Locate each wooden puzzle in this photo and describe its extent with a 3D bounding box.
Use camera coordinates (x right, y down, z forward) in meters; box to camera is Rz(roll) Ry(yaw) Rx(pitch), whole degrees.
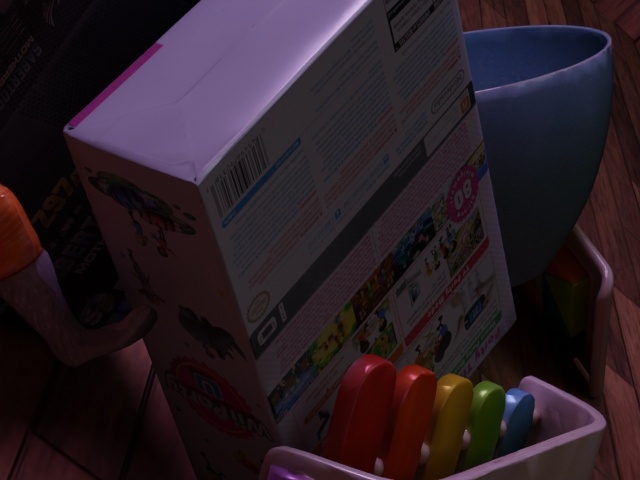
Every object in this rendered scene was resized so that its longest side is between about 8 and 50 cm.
[{"bbox_3d":[0.218,0.018,1.567,0.221,0.044,0.238,78,-13,-58],"label":"wooden puzzle"}]

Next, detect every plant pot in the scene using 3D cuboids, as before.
[{"bbox_3d":[0.123,-0.063,1.398,0.290,0.290,0.195,-58,140,-68],"label":"plant pot"}]

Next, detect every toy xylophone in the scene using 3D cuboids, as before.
[{"bbox_3d":[0.065,0.188,0.915,0.081,0.236,0.323,21,6,30],"label":"toy xylophone"}]

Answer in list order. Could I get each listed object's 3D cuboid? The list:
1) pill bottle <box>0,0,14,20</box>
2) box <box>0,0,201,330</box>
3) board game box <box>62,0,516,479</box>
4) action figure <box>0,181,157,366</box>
[{"bbox_3d":[-0.211,-0.141,0.922,0.124,0.221,0.124,39,23,-20],"label":"pill bottle"},{"bbox_3d":[-0.128,-0.052,0.902,0.183,0.232,0.059,18,25,-51],"label":"box"},{"bbox_3d":[0.000,0.000,0.883,0.098,0.224,0.303,18,-39,33],"label":"board game box"},{"bbox_3d":[-0.287,-0.003,0.710,0.330,0.178,0.341,44,50,10],"label":"action figure"}]
